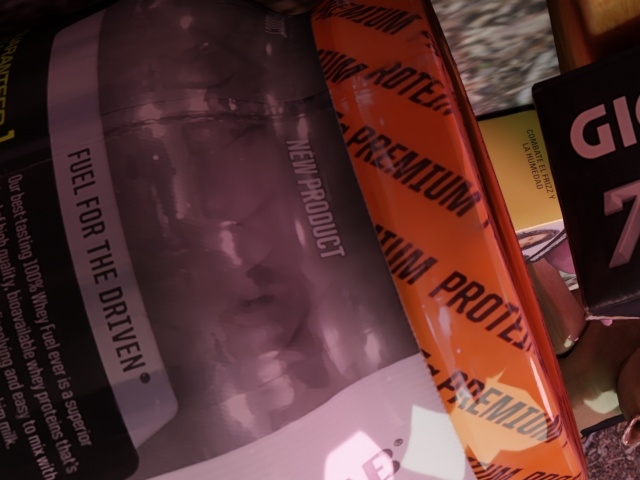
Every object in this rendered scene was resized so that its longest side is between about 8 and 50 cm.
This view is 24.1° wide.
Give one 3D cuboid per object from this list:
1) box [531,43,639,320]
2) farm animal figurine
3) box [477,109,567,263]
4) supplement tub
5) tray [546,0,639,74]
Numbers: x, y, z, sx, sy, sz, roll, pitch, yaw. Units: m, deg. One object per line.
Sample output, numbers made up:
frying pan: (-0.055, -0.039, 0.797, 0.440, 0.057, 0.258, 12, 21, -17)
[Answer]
box: (0.258, -0.043, 0.412, 0.293, 0.073, 0.296, -21, 164, 35)
farm animal figurine: (0.160, 0.073, 0.929, 0.330, 0.172, 0.327, -13, 167, -16)
box: (0.000, 0.000, 0.673, 0.232, 0.058, 0.087, -13, 167, -16)
supplement tub: (-0.095, 0.045, 0.440, 0.316, 0.193, 0.193, -19, 167, 10)
tray: (0.190, -0.082, 0.537, 0.203, 0.076, 0.411, -19, 168, 9)
